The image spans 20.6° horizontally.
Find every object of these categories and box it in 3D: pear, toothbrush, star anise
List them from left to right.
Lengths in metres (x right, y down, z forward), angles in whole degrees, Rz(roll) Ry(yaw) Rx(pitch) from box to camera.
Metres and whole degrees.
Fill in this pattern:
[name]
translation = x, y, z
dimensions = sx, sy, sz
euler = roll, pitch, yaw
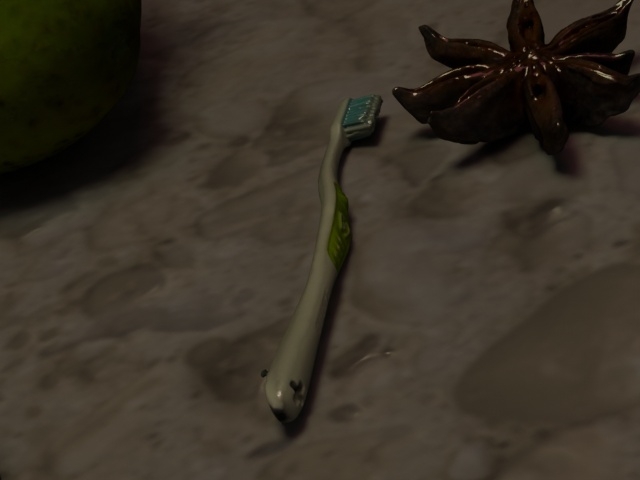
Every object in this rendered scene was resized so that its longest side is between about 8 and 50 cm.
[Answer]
[pear]
translation = -0.203, -0.132, 0.999
dimensions = 0.292, 0.159, 0.292
euler = -11, 36, 8
[toothbrush]
translation = 0.000, 0.000, 0.836
dimensions = 0.026, 0.022, 0.263
euler = -16, 30, 21
[star anise]
translation = 0.104, -0.082, 0.899
dimensions = 0.141, 0.042, 0.141
euler = -9, 36, 7
